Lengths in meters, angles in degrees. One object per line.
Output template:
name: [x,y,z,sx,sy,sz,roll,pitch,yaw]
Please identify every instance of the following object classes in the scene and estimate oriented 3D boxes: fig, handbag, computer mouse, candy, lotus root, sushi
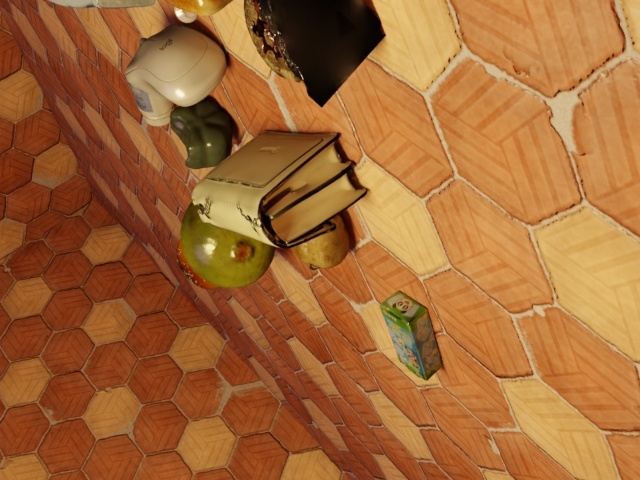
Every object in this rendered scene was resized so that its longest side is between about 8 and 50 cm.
fig: [-0.263,-0.025,2.077,0.326,0.258,0.258,49,165,51]
handbag: [-0.099,-0.102,1.587,0.358,0.236,0.160,16,137,60]
computer mouse: [-0.338,-0.401,1.707,0.297,0.184,0.121,37,172,41]
candy: [0.202,0.212,1.689,0.097,0.062,0.195,34,153,46]
lotus root: [0.000,0.000,1.705,0.125,0.118,0.221,30,155,23]
sushi: [-0.027,-0.333,1.176,0.172,0.153,0.150,39,-172,-28]

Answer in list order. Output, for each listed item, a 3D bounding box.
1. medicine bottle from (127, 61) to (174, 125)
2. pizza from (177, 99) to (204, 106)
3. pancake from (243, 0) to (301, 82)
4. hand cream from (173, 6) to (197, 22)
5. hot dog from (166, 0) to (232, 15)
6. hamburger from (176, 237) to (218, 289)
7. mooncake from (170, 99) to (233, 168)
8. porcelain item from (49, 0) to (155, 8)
medicine bottle: [-0.459,-0.406,2.093,0.103,0.102,0.187,44,158,25]
pizza: [-0.349,-0.385,1.950,0.134,0.056,0.271,30,150,31]
pancake: [-0.083,-0.376,1.406,0.199,0.021,0.199,45,159,23]
hand cream: [-0.296,-0.506,1.653,0.142,0.053,0.084,52,167,56]
hot dog: [-0.256,-0.527,1.370,0.153,0.150,0.257,6,130,53]
hamburger: [-0.409,0.061,2.672,0.246,0.170,0.246,44,160,20]
mooncake: [-0.296,-0.262,1.877,0.175,0.168,0.104,31,153,15]
porcelain item: [-0.516,-0.612,1.674,0.405,0.242,0.179,34,128,40]
